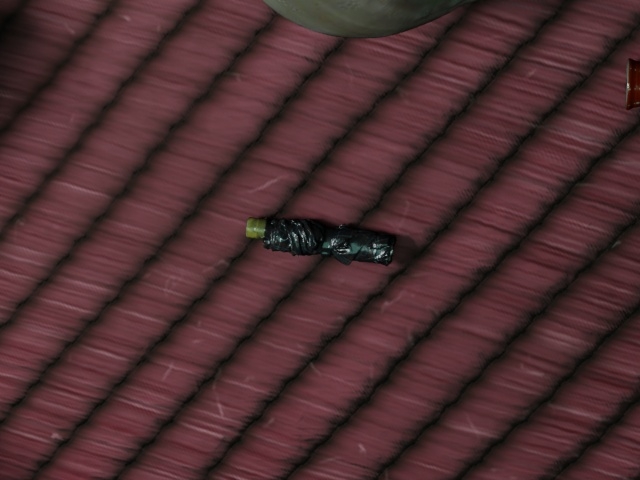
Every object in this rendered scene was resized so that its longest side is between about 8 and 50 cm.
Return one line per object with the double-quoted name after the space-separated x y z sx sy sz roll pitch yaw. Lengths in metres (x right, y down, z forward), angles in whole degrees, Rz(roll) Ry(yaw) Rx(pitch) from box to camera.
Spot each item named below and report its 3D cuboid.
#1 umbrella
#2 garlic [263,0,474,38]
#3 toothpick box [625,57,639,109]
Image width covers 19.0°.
0.000 0.000 1.807 0.144 0.040 0.037 8 119 7 "umbrella"
0.004 -0.331 1.594 0.245 0.231 0.340 -11 113 15 "garlic"
0.315 -0.139 1.705 0.083 0.047 0.047 2 109 7 "toothpick box"
